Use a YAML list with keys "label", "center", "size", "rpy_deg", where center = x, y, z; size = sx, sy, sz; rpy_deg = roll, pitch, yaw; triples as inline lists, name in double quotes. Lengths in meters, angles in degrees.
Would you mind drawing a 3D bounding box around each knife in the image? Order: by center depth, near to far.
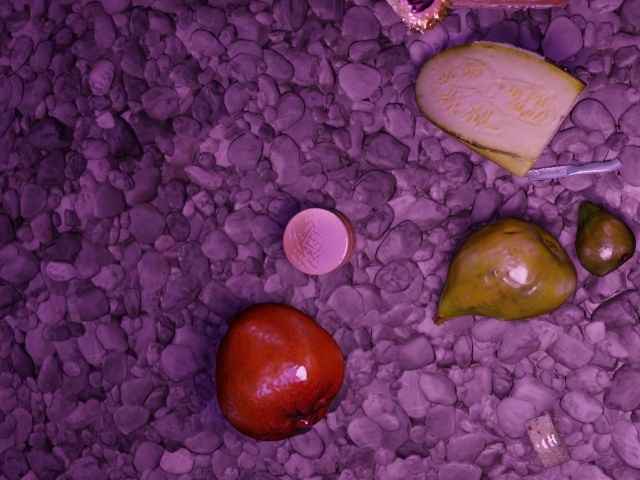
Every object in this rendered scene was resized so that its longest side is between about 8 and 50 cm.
- label: "knife"
  center: [0.535, -0.149, 1.858]
  size: [0.210, 0.015, 0.028]
  rpy_deg: [-7, 97, 14]

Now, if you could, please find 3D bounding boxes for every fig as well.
- label: "fig"
  center: [0.361, 0.087, 1.800]
  size: [0.314, 0.233, 0.233]
  rpy_deg: [-32, 85, 7]
- label: "fig"
  center: [0.577, -0.010, 1.803]
  size: [0.123, 0.123, 0.156]
  rpy_deg: [-35, 72, 12]

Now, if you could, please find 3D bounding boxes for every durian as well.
- label: "durian"
  center: [0.170, -0.612, 1.885]
  size: [0.191, 0.112, 0.341]
  rpy_deg: [-43, 91, 2]

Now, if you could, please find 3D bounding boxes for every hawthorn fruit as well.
- label: "hawthorn fruit"
  center: [-0.089, 0.280, 1.905]
  size: [0.295, 0.295, 0.311]
  rpy_deg: [-13, 65, 14]

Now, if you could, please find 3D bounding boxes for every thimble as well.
- label: "thimble"
  center: [0.484, 0.428, 1.856]
  size: [0.062, 0.084, 0.110]
  rpy_deg: [-27, 88, 13]

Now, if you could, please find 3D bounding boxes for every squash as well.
- label: "squash"
  center: [0.348, -0.301, 1.801]
  size: [0.309, 0.210, 0.233]
  rpy_deg: [35, 87, 5]

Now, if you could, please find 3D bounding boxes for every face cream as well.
- label: "face cream"
  center: [0.000, 0.000, 1.946]
  size: [0.149, 0.104, 0.149]
  rpy_deg: [1, 93, 13]

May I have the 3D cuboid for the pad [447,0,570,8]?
- label: "pad"
  center: [0.407, -0.643, 1.867]
  size: [0.284, 0.018, 0.286]
  rpy_deg: [4, 94, 14]
